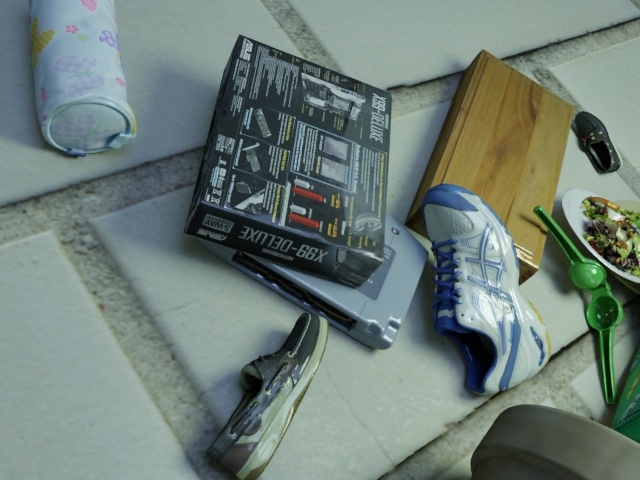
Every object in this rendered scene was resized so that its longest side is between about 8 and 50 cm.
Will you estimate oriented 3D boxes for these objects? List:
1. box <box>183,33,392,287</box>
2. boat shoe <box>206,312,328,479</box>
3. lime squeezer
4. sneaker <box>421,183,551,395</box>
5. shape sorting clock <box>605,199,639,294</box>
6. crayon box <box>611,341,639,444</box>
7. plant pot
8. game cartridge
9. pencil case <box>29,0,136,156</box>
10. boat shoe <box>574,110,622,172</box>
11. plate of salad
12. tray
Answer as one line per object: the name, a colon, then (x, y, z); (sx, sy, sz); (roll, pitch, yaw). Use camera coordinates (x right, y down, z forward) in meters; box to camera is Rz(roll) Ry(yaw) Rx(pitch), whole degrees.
box: (-0.030, -0.112, 1.023); (0.242, 0.076, 0.308); (17, 53, -16)
boat shoe: (-0.059, 0.167, 0.888); (0.073, 0.080, 0.224); (33, 55, -10)
lime squeezer: (0.406, 0.085, 1.174); (0.109, 0.059, 0.311); (-19, 87, -30)
sneaker: (0.203, 0.066, 1.040); (0.131, 0.112, 0.297); (-24, 86, -30)
shape sorting clock: (0.563, 0.016, 1.322); (0.206, 0.040, 0.206); (7, 58, -12)
crayon box: (0.535, 0.233, 1.106); (0.165, 0.081, 0.278); (44, 39, 6)
plant pot: (0.241, 0.380, 0.777); (0.323, 0.323, 0.280); (42, 66, 4)
game cartridge: (0.000, 0.000, 1.045); (0.294, 0.060, 0.196); (32, 54, -5)
pencil case: (-0.316, -0.248, 1.012); (0.124, 0.113, 0.273); (4, 57, -36)
boat shoe: (0.513, -0.185, 1.425); (0.042, 0.049, 0.133); (-11, 69, -41)
plate of salad: (0.476, -0.016, 1.235); (0.199, 0.048, 0.200); (22, 41, -21)
tray: (0.295, -0.134, 1.268); (0.202, 0.076, 0.411); (30, 50, -6)
